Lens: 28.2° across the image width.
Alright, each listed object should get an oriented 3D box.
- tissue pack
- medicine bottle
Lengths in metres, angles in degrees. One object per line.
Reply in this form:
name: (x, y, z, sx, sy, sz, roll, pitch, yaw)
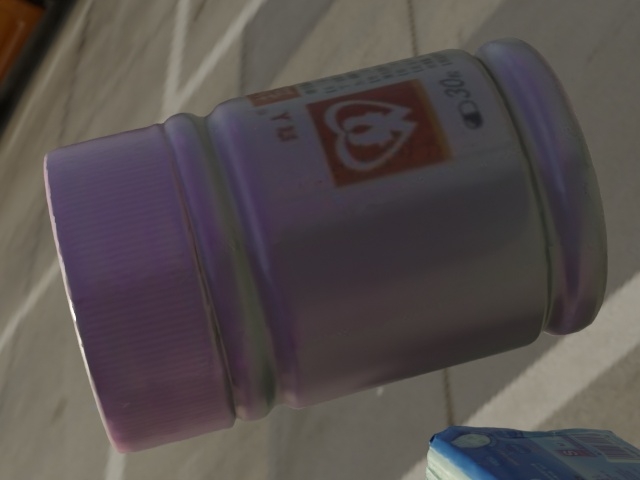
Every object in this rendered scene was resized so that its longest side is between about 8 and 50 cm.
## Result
tissue pack: (0.213, 0.251, 0.964, 0.263, 0.198, 0.146, 34, 115, 60)
medicine bottle: (0.000, 0.000, 0.814, 0.202, 0.315, 0.202, 166, 90, -82)
